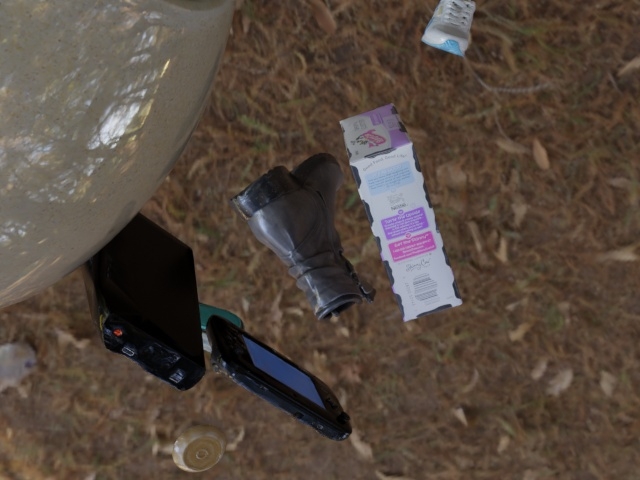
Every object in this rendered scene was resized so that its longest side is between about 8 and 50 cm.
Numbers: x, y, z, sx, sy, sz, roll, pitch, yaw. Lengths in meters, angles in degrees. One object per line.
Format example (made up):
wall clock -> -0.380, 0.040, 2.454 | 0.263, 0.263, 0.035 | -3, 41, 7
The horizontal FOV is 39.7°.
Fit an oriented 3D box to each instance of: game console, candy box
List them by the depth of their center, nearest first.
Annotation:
game console -> -0.103, 0.102, 0.953 | 0.044, 0.213, 0.361 | -43, 122, 16
candy box -> 0.088, -0.036, 0.995 | 0.070, 0.165, 0.196 | -18, 113, 6

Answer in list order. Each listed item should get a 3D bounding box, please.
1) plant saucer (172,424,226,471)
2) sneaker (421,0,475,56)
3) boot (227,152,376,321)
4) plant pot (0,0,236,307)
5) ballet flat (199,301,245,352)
plant saucer -> -0.178, 0.313, 1.320 | 0.083, 0.015, 0.083 | -10, 116, -20
sneaker -> 0.251, -0.422, 1.708 | 0.087, 0.228, 0.092 | 20, 120, -5
boot -> 0.000, 0.000, 1.284 | 0.118, 0.338, 0.222 | -36, 89, 23
plant pot -> -0.154, -0.126, 0.439 | 0.191, 0.284, 0.284 | -24, 128, 32
ballet flat -> -0.206, 0.100, 1.183 | 0.213, 0.072, 0.068 | 23, 133, -5
